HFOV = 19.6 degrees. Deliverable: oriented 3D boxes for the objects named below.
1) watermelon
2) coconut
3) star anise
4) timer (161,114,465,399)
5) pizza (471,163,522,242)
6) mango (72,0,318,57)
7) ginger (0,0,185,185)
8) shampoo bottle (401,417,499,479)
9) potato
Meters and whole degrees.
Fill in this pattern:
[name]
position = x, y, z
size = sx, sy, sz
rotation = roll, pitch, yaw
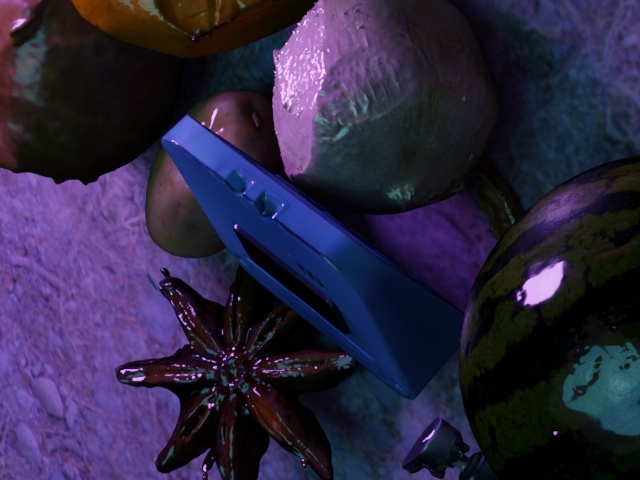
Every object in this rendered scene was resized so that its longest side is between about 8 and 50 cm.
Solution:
[watermelon]
position = 0.236, 0.083, 1.260
size = 0.285, 0.285, 0.285
rotation = 19, 118, 40
[coconut]
position = 0.048, -0.103, 1.450
size = 0.194, 0.194, 0.194
rotation = 19, 118, 40
[star anise]
position = -0.058, 0.124, 1.719
size = 0.272, 0.102, 0.272
rotation = -4, 82, 27
[timer]
position = 0.000, 0.000, 1.499
size = 0.232, 0.091, 0.250
rotation = 38, 172, 28
[pizza]
position = 0.146, -0.026, 1.502
size = 0.037, 0.016, 0.083
rotation = -27, 90, 46
[mango]
position = -0.088, -0.228, 1.520
size = 0.252, 0.126, 0.153
rotation = -9, 80, 9
[ginger]
position = -0.219, -0.169, 1.676
size = 0.269, 0.200, 0.223
rotation = -24, 86, 47
[shampoo bottle]
position = 0.204, 0.233, 1.391
size = 0.309, 0.071, 0.098
rotation = 35, 97, -4
[potato]
position = -0.097, -0.057, 1.658
size = 0.118, 0.109, 0.178
rotation = -91, 25, -45
